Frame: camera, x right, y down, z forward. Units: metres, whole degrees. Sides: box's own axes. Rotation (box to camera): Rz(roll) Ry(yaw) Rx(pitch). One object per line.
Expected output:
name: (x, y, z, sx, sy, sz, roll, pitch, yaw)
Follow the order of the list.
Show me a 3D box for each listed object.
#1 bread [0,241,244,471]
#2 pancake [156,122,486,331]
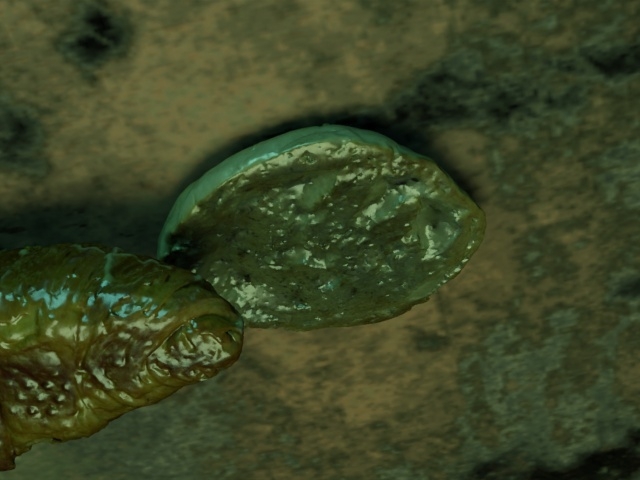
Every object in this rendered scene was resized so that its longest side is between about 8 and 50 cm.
bread: (-0.144, 0.047, 0.878, 0.233, 0.076, 0.105, -9, 130, 12)
pancake: (0.000, 0.001, 0.890, 0.152, 0.025, 0.151, -6, 141, -5)
